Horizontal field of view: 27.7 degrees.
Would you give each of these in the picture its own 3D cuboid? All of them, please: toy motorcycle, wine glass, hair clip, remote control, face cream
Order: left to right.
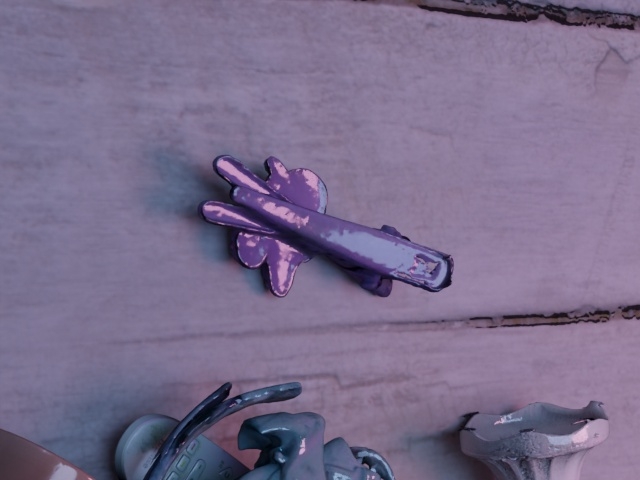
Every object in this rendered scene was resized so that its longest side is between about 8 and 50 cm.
[{"bbox_3d":[-0.252,0.237,1.090,0.149,0.149,0.104,38,65,-21],"label":"face cream"},{"bbox_3d":[-0.098,0.258,1.247,0.256,0.045,0.097,45,68,-21],"label":"remote control"},{"bbox_3d":[-0.063,0.246,1.168,0.206,0.154,0.260,44,59,0],"label":"toy motorcycle"},{"bbox_3d":[-0.002,0.001,1.338,0.278,0.090,0.137,21,83,-19],"label":"hair clip"},{"bbox_3d":[0.241,0.279,1.396,0.165,0.165,0.196,-12,94,-33],"label":"wine glass"}]
